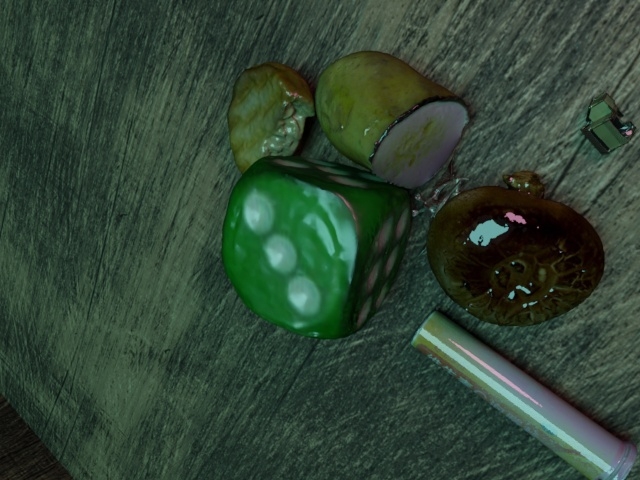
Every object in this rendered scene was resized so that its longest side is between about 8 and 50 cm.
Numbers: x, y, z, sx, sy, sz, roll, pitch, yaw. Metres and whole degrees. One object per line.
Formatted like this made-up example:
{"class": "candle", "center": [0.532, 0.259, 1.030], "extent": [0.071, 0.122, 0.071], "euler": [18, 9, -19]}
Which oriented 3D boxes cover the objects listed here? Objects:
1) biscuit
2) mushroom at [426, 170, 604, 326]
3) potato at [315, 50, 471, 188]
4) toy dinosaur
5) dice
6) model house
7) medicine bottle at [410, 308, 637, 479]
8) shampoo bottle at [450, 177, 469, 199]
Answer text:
{"class": "biscuit", "center": [-0.118, -0.271, 1.130], "extent": [0.213, 0.091, 0.274], "euler": [62, 140, 19]}
{"class": "mushroom", "center": [0.336, 0.021, 0.894], "extent": [0.297, 0.163, 0.278], "euler": [12, 106, 6]}
{"class": "potato", "center": [0.104, -0.246, 0.978], "extent": [0.266, 0.229, 0.229], "euler": [49, 121, 30]}
{"class": "toy dinosaur", "center": [0.222, -0.073, 1.002], "extent": [0.108, 0.032, 0.220], "euler": [10, 84, 70]}
{"class": "dice", "center": [0.000, 0.000, 1.028], "extent": [0.300, 0.287, 0.297], "euler": [20, 110, 26]}
{"class": "model house", "center": [0.470, -0.192, 0.852], "extent": [0.083, 0.057, 0.058], "euler": [43, 148, -7]}
{"class": "medicine bottle", "center": [0.373, 0.295, 0.993], "extent": [0.426, 0.108, 0.108], "euler": [36, 117, 21]}
{"class": "shampoo bottle", "center": [0.264, -0.025, 1.005], "extent": [0.056, 0.056, 0.195], "euler": [6, 104, 29]}
